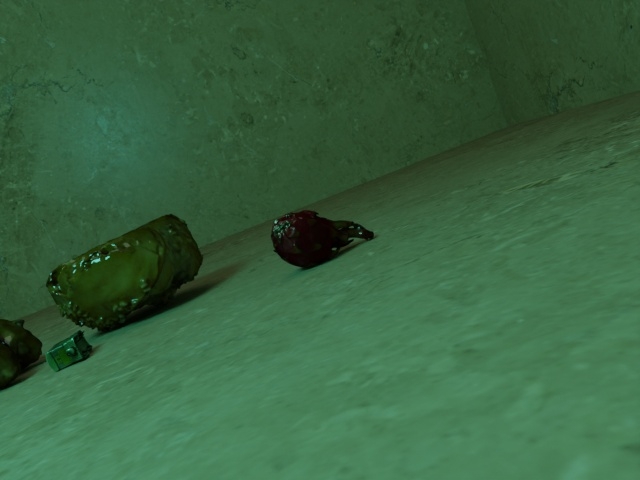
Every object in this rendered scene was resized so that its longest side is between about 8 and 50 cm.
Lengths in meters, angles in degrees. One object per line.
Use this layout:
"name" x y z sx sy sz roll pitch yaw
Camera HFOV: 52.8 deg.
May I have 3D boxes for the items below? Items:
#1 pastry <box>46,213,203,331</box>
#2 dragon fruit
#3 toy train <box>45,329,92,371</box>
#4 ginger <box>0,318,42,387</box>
"pastry" -0.358 0.065 1.238 0.255 0.161 0.311 -21 7 23
"dragon fruit" 0.000 0.000 1.047 0.191 0.094 0.094 1 -8 -36
"toy train" -0.389 0.171 1.001 0.056 0.038 0.093 -29 8 -10
"ginger" -0.630 0.200 1.070 0.358 0.152 0.274 -11 -18 42
